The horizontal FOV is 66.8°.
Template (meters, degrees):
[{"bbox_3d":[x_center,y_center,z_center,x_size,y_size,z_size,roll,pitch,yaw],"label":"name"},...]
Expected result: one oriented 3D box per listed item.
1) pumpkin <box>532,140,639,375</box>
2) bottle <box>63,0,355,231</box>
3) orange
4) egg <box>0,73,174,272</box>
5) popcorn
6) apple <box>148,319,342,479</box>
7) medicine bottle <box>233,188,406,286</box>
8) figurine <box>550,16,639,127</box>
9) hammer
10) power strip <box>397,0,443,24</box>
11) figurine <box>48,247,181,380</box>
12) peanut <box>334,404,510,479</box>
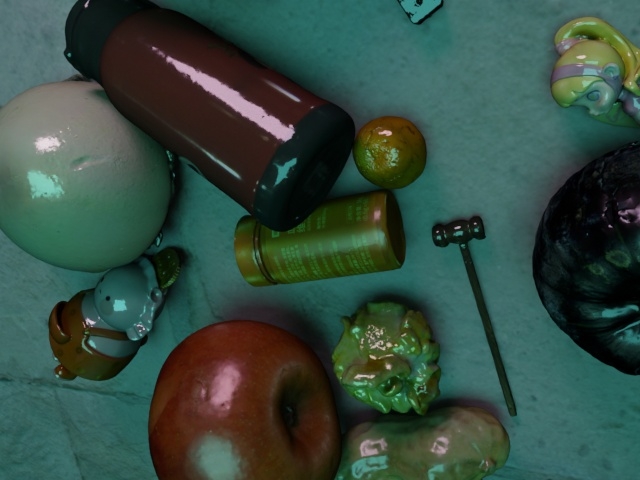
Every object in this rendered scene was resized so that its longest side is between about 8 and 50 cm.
[{"bbox_3d":[0.319,0.019,0.442,0.233,0.163,0.233,18,133,21],"label":"pumpkin"},{"bbox_3d":[-0.134,-0.156,0.529,0.336,0.144,0.144,35,119,12],"label":"bottle"},{"bbox_3d":[0.078,-0.097,0.538,0.083,0.070,0.083,14,116,30],"label":"orange"},{"bbox_3d":[-0.347,-0.075,0.624,0.286,0.174,0.264,-14,98,28],"label":"egg"},{"bbox_3d":[0.083,0.146,0.621,0.135,0.162,0.141,-2,90,56],"label":"popcorn"},{"bbox_3d":[-0.091,0.239,0.638,0.206,0.251,0.272,-18,75,24],"label":"apple"},{"bbox_3d":[0.000,0.000,0.592,0.192,0.096,0.096,-8,110,22],"label":"medicine bottle"},{"bbox_3d":[0.298,-0.138,0.451,0.187,0.083,0.083,29,119,11],"label":"figurine"},{"bbox_3d":[0.208,0.107,0.612,0.058,0.029,0.292,-13,110,24],"label":"hammer"},{"bbox_3d":[0.080,-0.271,0.484,0.038,0.029,0.111,-31,98,28],"label":"power strip"},{"bbox_3d":[-0.304,0.113,0.735,0.271,0.143,0.143,-33,100,2],"label":"figurine"},{"bbox_3d":[0.125,0.291,0.671,0.263,0.117,0.101,-16,87,26],"label":"peanut"}]
